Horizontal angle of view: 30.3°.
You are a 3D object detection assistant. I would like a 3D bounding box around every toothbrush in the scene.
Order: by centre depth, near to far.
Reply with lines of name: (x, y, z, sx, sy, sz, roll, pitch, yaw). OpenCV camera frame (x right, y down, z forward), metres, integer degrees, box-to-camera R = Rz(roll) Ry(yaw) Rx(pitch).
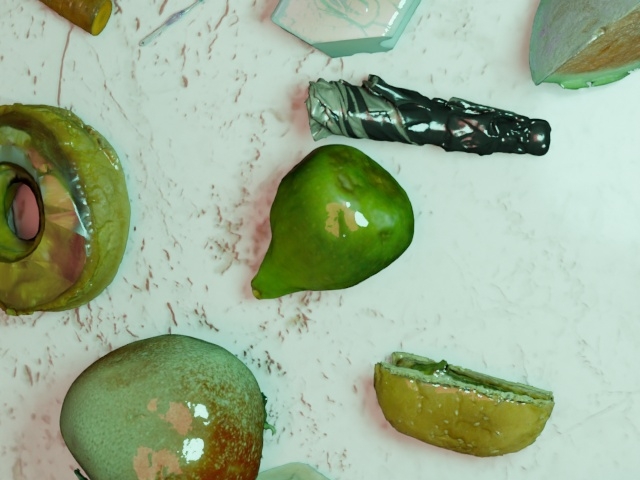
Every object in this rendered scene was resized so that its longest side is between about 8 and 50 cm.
toothbrush: (-0.223, -0.336, 1.797, 0.131, 0.013, 0.011, -35, 82, 12)

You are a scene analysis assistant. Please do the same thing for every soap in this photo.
soap: (0.073, -0.399, 1.704, 0.173, 0.095, 0.289, 32, 98, 7)

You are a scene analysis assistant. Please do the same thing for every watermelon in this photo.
watermelon: (0.470, -0.335, 1.605, 0.222, 0.319, 0.292, 31, 141, -22)

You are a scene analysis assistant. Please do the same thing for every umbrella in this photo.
umbrella: (0.156, -0.182, 1.702, 0.357, 0.113, 0.106, 7, 109, 3)

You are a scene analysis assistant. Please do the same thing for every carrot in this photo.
carrot: (-0.420, -0.383, 1.807, 0.209, 0.061, 0.061, 27, 97, 10)

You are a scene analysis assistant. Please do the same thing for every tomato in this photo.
tomato: (-0.229, 0.284, 1.704, 0.303, 0.239, 0.303, -3, 80, 20)

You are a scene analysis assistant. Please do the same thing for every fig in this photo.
fig: (0.000, 0.000, 1.707, 0.206, 0.206, 0.275, 44, 118, 4)

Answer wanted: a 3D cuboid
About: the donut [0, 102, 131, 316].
donut: (-0.452, -0.044, 1.777, 0.330, 0.160, 0.330, 1, 93, 17)

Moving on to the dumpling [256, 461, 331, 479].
dumpling: (-0.040, 0.408, 1.771, 0.181, 0.111, 0.155, 16, 65, -15)

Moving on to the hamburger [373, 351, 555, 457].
hamburger: (0.199, 0.243, 1.708, 0.262, 0.124, 0.131, 15, 96, 9)
